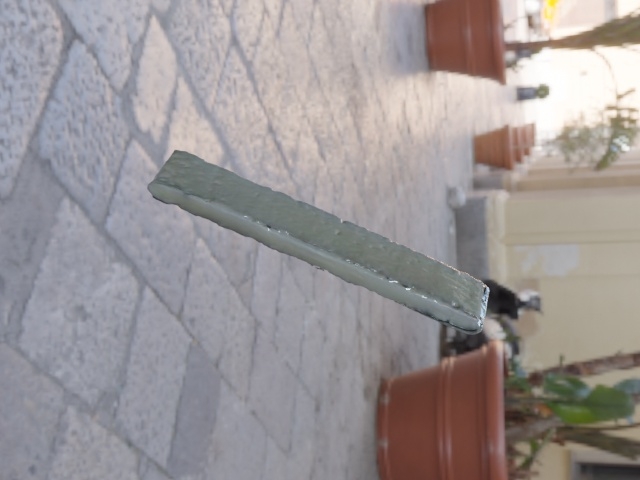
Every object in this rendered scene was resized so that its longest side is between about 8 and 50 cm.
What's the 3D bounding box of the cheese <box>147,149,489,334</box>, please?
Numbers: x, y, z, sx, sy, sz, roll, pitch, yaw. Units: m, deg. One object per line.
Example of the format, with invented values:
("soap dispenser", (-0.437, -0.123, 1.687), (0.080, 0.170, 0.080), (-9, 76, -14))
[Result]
("cheese", (0.001, -0.003, 0.971), (0.085, 0.400, 0.034), (-62, 175, -50))
